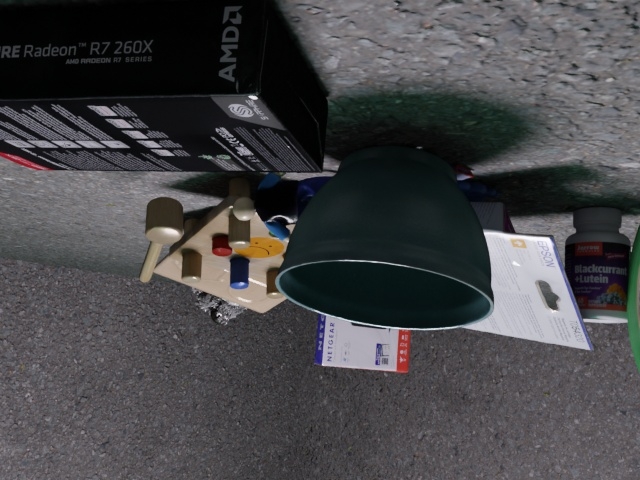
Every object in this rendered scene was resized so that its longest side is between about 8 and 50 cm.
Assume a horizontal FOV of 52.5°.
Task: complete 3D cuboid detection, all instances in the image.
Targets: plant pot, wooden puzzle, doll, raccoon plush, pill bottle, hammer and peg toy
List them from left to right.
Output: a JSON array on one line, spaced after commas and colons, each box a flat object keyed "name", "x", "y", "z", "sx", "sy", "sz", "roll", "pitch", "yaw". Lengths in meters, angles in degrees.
[{"name": "hammer and peg toy", "x": -0.163, "y": -0.006, "z": 1.175, "sx": 0.361, "sy": 0.127, "sz": 0.266, "roll": 14, "pitch": 151, "yaw": -32}, {"name": "wooden puzzle", "x": -0.190, "y": 0.052, "z": 1.556, "sx": 0.322, "sy": 0.080, "sz": 0.348, "roll": 25, "pitch": 146, "yaw": -28}, {"name": "raccoon plush", "x": -0.180, "y": 0.076, "z": 1.939, "sx": 0.299, "sy": 0.216, "sz": 0.446, "roll": -27, "pitch": -178, "yaw": 44}, {"name": "doll", "x": -0.044, "y": -0.055, "z": 1.028, "sx": 0.189, "sy": 0.129, "sz": 0.046, "roll": -5, "pitch": -168, "yaw": -4}, {"name": "plant pot", "x": 0.099, "y": -0.008, "z": 0.909, "sx": 0.293, "sy": 0.196, "sz": 0.293, "roll": 8, "pitch": 159, "yaw": 3}, {"name": "pill bottle", "x": 0.484, "y": 0.044, "z": 1.134, "sx": 0.108, "sy": 0.193, "sz": 0.108, "roll": 4, "pitch": 170, "yaw": 1}]

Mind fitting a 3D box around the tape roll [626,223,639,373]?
[{"name": "tape roll", "x": 0.532, "y": 0.076, "z": 0.913, "sx": 0.077, "sy": 0.321, "sz": 0.321, "roll": 3, "pitch": 171, "yaw": 4}]

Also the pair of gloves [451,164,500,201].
[{"name": "pair of gloves", "x": 0.181, "y": -0.085, "z": 1.023, "sx": 0.159, "sy": 0.023, "sz": 0.198, "roll": -4, "pitch": 169, "yaw": 39}]

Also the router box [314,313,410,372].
[{"name": "router box", "x": 0.146, "y": 0.252, "z": 2.120, "sx": 0.301, "sy": 0.335, "sz": 0.082, "roll": 7, "pitch": 171, "yaw": -18}]

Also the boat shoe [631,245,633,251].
[{"name": "boat shoe", "x": 0.733, "y": 0.044, "z": 1.401, "sx": 0.081, "sy": 0.069, "sz": 0.228, "roll": 9, "pitch": 170, "yaw": -23}]

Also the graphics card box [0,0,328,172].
[{"name": "graphics card box", "x": -0.195, "y": -0.139, "z": 0.652, "sx": 0.371, "sy": 0.094, "sz": 0.233, "roll": 3, "pitch": 170, "yaw": 15}]

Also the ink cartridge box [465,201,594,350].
[{"name": "ink cartridge box", "x": 0.281, "y": 0.056, "z": 1.119, "sx": 0.330, "sy": 0.071, "sz": 0.324, "roll": 5, "pitch": 145, "yaw": 37}]
